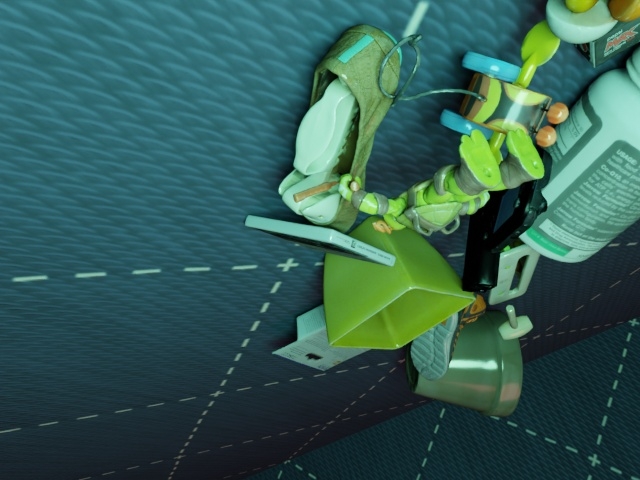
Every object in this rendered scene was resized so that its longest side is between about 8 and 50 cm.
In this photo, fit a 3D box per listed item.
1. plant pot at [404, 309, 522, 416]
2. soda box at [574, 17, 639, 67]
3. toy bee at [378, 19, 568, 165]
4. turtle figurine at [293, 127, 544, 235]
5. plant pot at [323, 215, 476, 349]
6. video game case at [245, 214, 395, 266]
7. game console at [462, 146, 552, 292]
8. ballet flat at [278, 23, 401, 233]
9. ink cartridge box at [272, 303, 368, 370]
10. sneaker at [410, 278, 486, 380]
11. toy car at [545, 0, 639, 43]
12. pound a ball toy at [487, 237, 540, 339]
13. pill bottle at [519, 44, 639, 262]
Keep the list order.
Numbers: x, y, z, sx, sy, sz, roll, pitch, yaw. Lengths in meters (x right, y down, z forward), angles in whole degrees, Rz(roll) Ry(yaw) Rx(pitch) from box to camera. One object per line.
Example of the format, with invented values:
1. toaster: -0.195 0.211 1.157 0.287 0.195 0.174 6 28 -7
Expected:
1. plant pot: 0.418 0.372 1.515 0.280 0.323 0.323 2 146 -4
2. soda box: 0.427 -0.308 0.646 0.169 0.053 0.060 -30 148 17
3. toy bee: 0.220 -0.151 0.595 0.298 0.162 0.195 -30 140 -33
4. turtle figurine: 0.122 -0.050 0.564 0.269 0.087 0.217 4 163 -26
5. plant pot: 0.127 0.077 0.949 0.212 0.187 0.212 14 135 -43
6. video game case: 0.000 0.000 0.802 0.190 0.022 0.173 12 174 42
7. game console: 0.275 -0.044 0.752 0.043 0.213 0.361 8 168 7
8. ballet flat: 0.008 -0.106 0.642 0.124 0.116 0.342 -41 162 -36
9. ink cartridge box: 0.078 0.226 1.271 0.330 0.071 0.324 -26 151 12
10. sneaker: 0.358 0.239 1.326 0.180 0.124 0.321 -23 139 -33
11. toy car: 0.323 -0.294 0.491 0.182 0.136 0.159 -56 157 -23
12. pound a ball toy: 0.436 0.068 1.094 0.135 0.208 0.319 -21 148 3
13. pill bottle: 0.477 -0.140 0.793 0.204 0.204 0.361 -4 147 -24
